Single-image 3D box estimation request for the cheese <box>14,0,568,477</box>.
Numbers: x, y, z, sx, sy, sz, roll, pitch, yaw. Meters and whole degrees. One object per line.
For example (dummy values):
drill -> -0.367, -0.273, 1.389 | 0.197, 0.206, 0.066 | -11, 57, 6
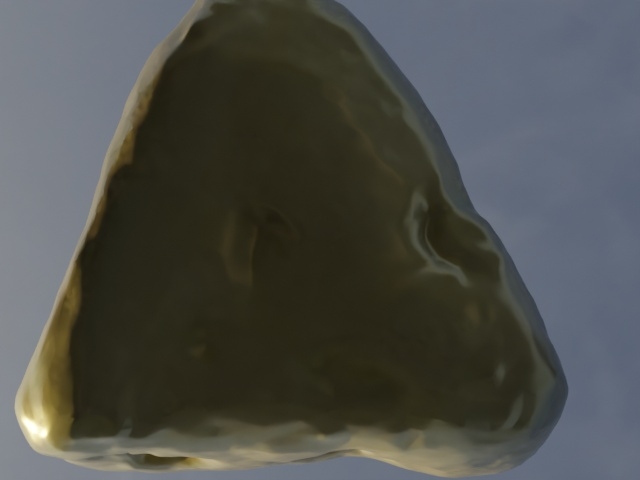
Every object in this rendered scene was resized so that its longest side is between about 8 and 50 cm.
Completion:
cheese -> 0.000, 0.000, 0.845 | 0.251, 0.173, 0.248 | 7, -100, 5
